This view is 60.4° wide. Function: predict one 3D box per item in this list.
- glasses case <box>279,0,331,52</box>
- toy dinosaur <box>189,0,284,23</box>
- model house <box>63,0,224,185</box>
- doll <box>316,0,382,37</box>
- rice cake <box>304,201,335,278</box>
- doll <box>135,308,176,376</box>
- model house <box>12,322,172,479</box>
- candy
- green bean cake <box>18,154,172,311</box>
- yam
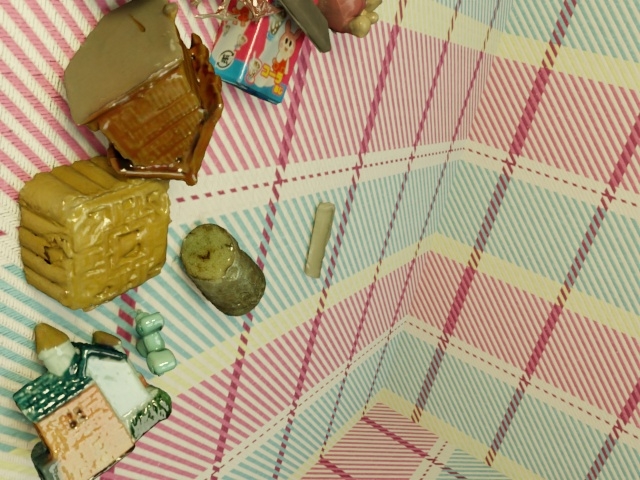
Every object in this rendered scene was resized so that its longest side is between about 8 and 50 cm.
[{"bbox_3d":[-0.032,-0.427,1.030,0.191,0.042,0.072,27,46,-64],"label":"glasses case"},{"bbox_3d":[-0.163,-0.427,0.947,0.220,0.032,0.108,4,102,-25],"label":"toy dinosaur"},{"bbox_3d":[-0.260,-0.222,0.872,0.220,0.199,0.229,-25,147,-3],"label":"model house"},{"bbox_3d":[0.082,-0.576,1.222,0.196,0.152,0.255,104,13,-53],"label":"doll"},{"bbox_3d":[0.000,0.000,1.698,0.052,0.057,0.256,-26,134,-51],"label":"rice cake"},{"bbox_3d":[-0.348,0.219,1.145,0.059,0.159,0.159,-20,103,-26],"label":"doll"},{"bbox_3d":[-0.446,0.269,1.015,0.253,0.184,0.291,-32,111,-34],"label":"model house"},{"bbox_3d":[-0.100,-0.440,1.077,0.157,0.100,0.305,5,109,-62],"label":"candy"},{"bbox_3d":[-0.361,-0.017,0.915,0.230,0.131,0.224,-31,139,-49],"label":"green bean cake"},{"bbox_3d":[-0.215,0.080,1.268,0.154,0.154,0.254,-56,156,-18],"label":"yam"}]
